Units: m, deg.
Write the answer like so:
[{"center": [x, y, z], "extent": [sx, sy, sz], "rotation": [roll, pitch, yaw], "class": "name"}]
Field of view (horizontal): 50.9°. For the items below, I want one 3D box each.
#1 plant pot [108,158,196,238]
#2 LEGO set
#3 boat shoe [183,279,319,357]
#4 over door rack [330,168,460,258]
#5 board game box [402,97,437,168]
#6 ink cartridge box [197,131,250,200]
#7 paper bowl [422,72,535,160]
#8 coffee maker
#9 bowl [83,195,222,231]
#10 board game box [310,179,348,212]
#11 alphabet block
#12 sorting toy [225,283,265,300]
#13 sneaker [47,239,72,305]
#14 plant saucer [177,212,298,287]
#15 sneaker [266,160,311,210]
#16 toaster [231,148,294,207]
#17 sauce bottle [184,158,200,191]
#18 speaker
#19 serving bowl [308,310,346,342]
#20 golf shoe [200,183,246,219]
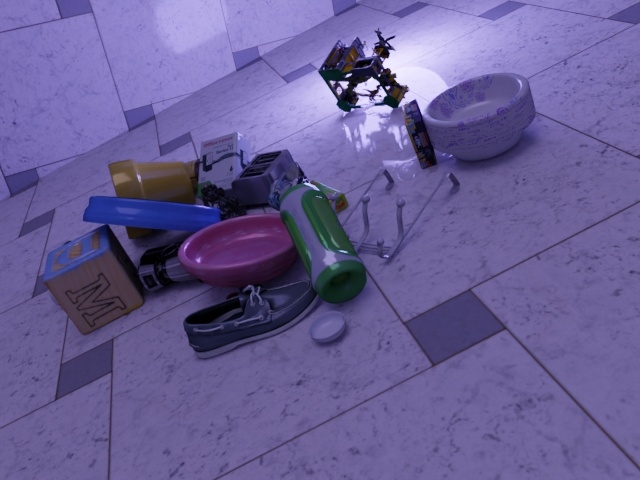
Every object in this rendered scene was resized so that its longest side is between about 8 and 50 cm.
[{"center": [-0.547, -0.156, 2.209], "extent": [0.239, 0.254, 0.254], "rotation": [-16, 26, -14], "class": "plant pot"}, {"center": [0.169, -0.597, 2.351], "extent": [0.331, 0.255, 0.192], "rotation": [-1, 53, 50], "class": "LEGO set"}, {"center": [-0.155, 0.156, 1.503], "extent": [0.319, 0.099, 0.116], "rotation": [-24, 28, 2], "class": "boat shoe"}, {"center": [0.153, -0.092, 1.670], "extent": [0.239, 0.108, 0.324], "rotation": [10, 44, 45], "class": "over door rack"}, {"center": [0.277, -0.302, 1.886], "extent": [0.048, 0.141, 0.170], "rotation": [-18, 30, 13], "class": "board game box"}, {"center": [-0.314, -0.233, 2.193], "extent": [0.153, 0.087, 0.208], "rotation": [-12, 64, 24], "class": "ink cartridge box"}, {"center": [0.426, -0.318, 1.789], "extent": [0.284, 0.148, 0.284], "rotation": [-19, 29, 11], "class": "paper bowl"}, {"center": [-0.391, 0.064, 1.856], "extent": [0.178, 0.120, 0.171], "rotation": [-12, 5, 20], "class": "coffee maker"}, {"center": [-0.471, -0.074, 1.920], "extent": [0.391, 0.077, 0.391], "rotation": [6, 0, 0], "class": "bowl"}, {"center": [-0.008, -0.113, 1.897], "extent": [0.092, 0.043, 0.181], "rotation": [-34, 30, -16], "class": "board game box"}, {"center": [-0.623, 0.104, 1.859], "extent": [0.193, 0.197, 0.192], "rotation": [-27, 28, -3], "class": "alphabet block"}, {"center": [-0.180, 0.141, 1.622], "extent": [0.102, 0.042, 0.061], "rotation": [-17, 43, -9], "class": "sorting toy"}, {"center": [-0.754, 0.079, 2.112], "extent": [0.146, 0.105, 0.296], "rotation": [-22, 34, 2], "class": "sneaker"}, {"center": [-0.190, 0.028, 1.705], "extent": [0.332, 0.084, 0.332], "rotation": [-9, 22, 4], "class": "plant saucer"}, {"center": [-0.080, -0.112, 1.824], "extent": [0.122, 0.110, 0.283], "rotation": [-34, 20, 8], "class": "sneaker"}, {"center": [-0.163, -0.188, 2.075], "extent": [0.185, 0.110, 0.168], "rotation": [-4, 36, 33], "class": "toaster"}, {"center": [-0.424, -0.230, 2.357], "extent": [0.344, 0.111, 0.111], "rotation": [-11, 32, 21], "class": "sauce bottle"}, {"center": [0.000, 0.000, 1.534], "extent": [0.131, 0.131, 0.296], "rotation": [-26, 49, -1], "class": "speaker"}, {"center": [0.017, 0.184, 1.396], "extent": [0.083, 0.027, 0.083], "rotation": [-19, 28, 11], "class": "serving bowl"}, {"center": [-0.295, -0.093, 2.073], "extent": [0.077, 0.094, 0.198], "rotation": [-22, 47, -34], "class": "golf shoe"}]
